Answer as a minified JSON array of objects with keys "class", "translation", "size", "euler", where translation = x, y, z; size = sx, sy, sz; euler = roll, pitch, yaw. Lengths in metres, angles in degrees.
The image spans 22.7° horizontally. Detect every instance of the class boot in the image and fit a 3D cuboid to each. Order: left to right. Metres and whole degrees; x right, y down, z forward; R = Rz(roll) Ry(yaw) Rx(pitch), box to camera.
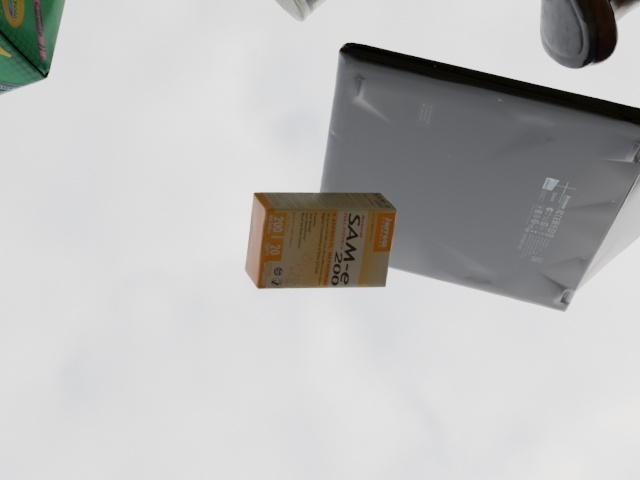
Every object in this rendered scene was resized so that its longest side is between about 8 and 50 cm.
[{"class":"boot","translation":[0.339,-0.234,1.479],"size":[0.280,0.096,0.264],"euler":[0,-154,-3]}]

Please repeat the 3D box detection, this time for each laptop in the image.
[{"class":"laptop","translation":[0.225,-0.120,1.451],"size":[0.407,0.382,0.236],"euler":[13,-115,2]}]

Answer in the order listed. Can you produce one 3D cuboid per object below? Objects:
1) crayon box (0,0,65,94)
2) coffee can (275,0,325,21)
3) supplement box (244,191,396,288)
[{"class":"crayon box","translation":[-0.278,-0.231,1.254],"size":[0.165,0.081,0.278],"euler":[-15,-130,26]},{"class":"coffee can","translation":[0.019,-0.432,1.958],"size":[0.275,0.201,0.201],"euler":[-41,-114,-2]},{"class":"supplement box","translation":[0.000,0.000,1.132],"size":[0.098,0.062,0.036],"euler":[-1,-158,-19]}]
